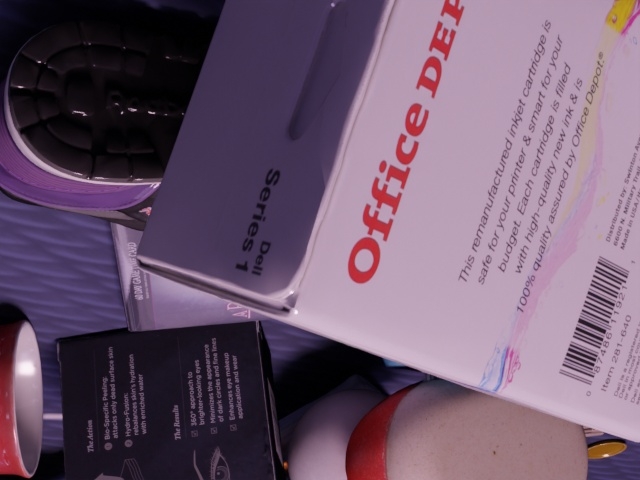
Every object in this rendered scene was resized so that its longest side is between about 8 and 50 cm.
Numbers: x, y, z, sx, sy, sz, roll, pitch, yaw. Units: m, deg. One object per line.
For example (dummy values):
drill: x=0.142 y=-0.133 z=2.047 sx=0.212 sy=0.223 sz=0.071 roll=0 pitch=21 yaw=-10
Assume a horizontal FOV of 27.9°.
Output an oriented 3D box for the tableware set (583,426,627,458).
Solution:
tableware set: x=0.318 y=0.216 z=1.351 sx=0.154 sy=0.024 sz=0.104 roll=-4 pitch=152 yaw=-8

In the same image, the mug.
mug: x=-0.294 y=0.127 z=0.941 sx=0.169 sy=0.113 sz=0.150 roll=-3 pitch=149 yaw=-3

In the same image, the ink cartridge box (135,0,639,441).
ink cartridge box: x=0.074 y=-0.034 z=0.624 sx=0.278 sy=0.201 sz=0.117 roll=23 pitch=174 yaw=-43

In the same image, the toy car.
toy car: x=0.067 y=0.173 z=1.034 sx=0.210 sy=0.219 sz=0.238 roll=5 pitch=169 yaw=-42

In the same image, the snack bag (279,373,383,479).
snack bag: x=-0.032 y=0.258 z=1.224 sx=0.323 sy=0.037 sz=0.342 roll=-31 pitch=149 yaw=5

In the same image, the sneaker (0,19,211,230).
sneaker: x=-0.048 y=-0.048 z=0.722 sx=0.283 sy=0.107 sz=0.124 roll=11 pitch=161 yaw=-25

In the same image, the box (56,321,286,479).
box: x=-0.111 y=0.151 z=0.980 sx=0.158 sy=0.156 sz=0.093 roll=-9 pitch=153 yaw=1

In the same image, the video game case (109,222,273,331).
video game case: x=0.000 y=0.000 z=0.873 sx=0.274 sy=0.026 sz=0.196 roll=-5 pitch=151 yaw=-7
